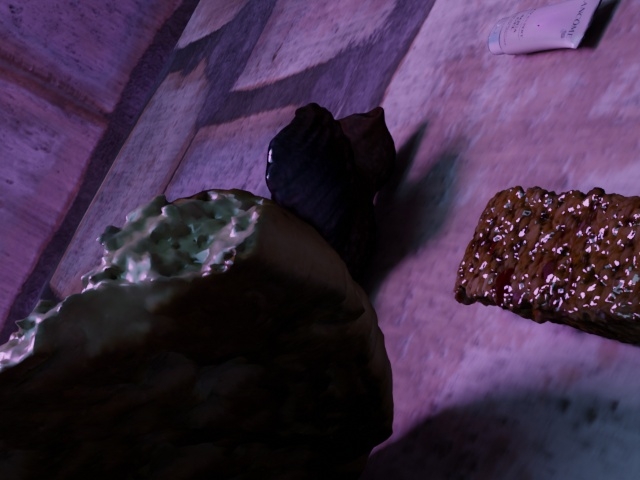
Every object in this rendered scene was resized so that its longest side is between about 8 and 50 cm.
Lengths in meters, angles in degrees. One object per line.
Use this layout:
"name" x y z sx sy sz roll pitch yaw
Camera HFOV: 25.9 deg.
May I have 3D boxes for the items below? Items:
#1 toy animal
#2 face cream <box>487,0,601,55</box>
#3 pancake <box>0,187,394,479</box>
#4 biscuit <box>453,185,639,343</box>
"toy animal" 0.004 -0.006 0.914 0.179 0.116 0.218 -39 -25 -27
"face cream" 0.131 -0.123 0.808 0.038 0.020 0.115 -62 19 -6
"pancake" -0.110 0.118 0.683 0.426 0.305 0.066 86 167 -61
"biscuit" 0.113 0.009 0.603 0.064 0.034 0.199 -63 15 -6
